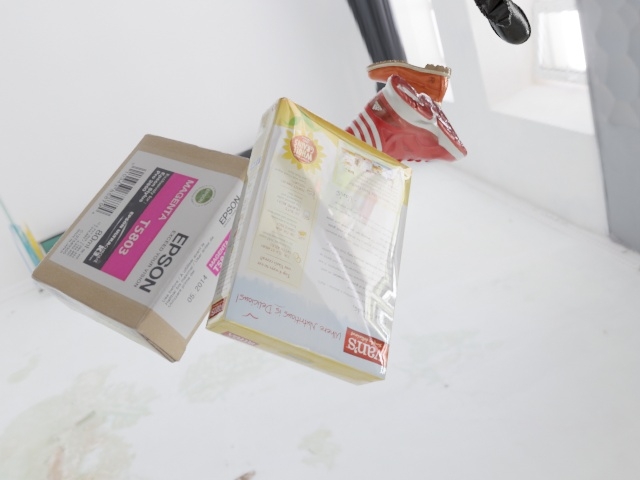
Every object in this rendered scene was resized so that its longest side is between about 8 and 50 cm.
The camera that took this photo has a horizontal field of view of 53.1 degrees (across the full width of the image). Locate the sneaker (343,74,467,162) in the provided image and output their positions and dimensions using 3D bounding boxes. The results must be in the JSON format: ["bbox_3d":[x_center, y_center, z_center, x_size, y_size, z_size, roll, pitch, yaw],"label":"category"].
[{"bbox_3d":[0.104,-0.134,0.864,0.128,0.221,0.087,-36,-122,22],"label":"sneaker"}]

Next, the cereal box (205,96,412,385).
[{"bbox_3d":[0.000,0.000,0.620,0.047,0.173,0.240,-27,-137,51],"label":"cereal box"}]

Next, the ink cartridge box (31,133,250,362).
[{"bbox_3d":[-0.190,-0.003,0.759,0.193,0.088,0.234,16,-117,32],"label":"ink cartridge box"}]

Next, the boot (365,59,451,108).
[{"bbox_3d":[0.157,-0.286,1.188,0.158,0.084,0.059,10,-175,12],"label":"boot"}]

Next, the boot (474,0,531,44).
[{"bbox_3d":[0.230,-0.292,0.817,0.045,0.121,0.099,-33,-162,24],"label":"boot"}]
